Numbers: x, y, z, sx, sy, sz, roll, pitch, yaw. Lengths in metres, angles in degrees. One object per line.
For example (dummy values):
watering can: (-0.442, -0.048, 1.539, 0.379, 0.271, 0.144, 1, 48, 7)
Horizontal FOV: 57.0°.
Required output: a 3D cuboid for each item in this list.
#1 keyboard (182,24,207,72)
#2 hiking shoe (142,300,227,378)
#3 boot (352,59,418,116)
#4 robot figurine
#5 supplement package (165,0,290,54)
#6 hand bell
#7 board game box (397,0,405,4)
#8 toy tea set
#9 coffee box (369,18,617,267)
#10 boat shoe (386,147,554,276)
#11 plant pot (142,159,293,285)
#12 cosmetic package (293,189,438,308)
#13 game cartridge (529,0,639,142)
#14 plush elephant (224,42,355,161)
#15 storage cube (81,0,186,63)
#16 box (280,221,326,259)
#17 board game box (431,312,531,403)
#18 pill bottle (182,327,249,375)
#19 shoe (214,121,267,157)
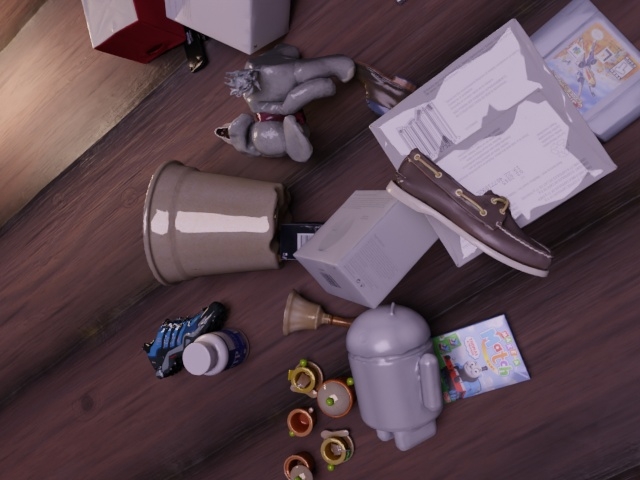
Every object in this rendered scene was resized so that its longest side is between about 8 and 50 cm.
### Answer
keyboard: (-0.360, -0.589, 1.703, 0.100, 0.038, 0.191, -22, 83, 44)
hiking shoe: (-0.395, 0.262, 1.672, 0.304, 0.113, 0.132, -44, 76, 16)
boot: (0.124, -0.377, 1.479, 0.219, 0.082, 0.106, 25, 97, 18)
robot figurine: (0.172, 0.302, 1.383, 0.300, 0.200, 0.353, 2, 106, 55)
supplement package: (-0.242, -0.643, 1.539, 0.293, 0.175, 0.177, 30, 140, 19)
hand bell: (0.035, 0.205, 1.521, 0.242, 0.126, 0.126, 8, 94, 10)
board game box: (0.232, -0.677, 1.463, 0.154, 0.026, 0.103, -35, 79, 18)
toy tea set: (-0.012, 0.483, 1.516, 0.200, 0.124, 0.335, 5, 92, 21)
coffee box: (0.361, -0.181, 1.251, 0.338, 0.334, 0.338, -34, 80, 17)
boat shoe: (0.273, -0.052, 1.049, 0.325, 0.117, 0.096, 34, 105, 21)
plant pot: (-0.240, -0.039, 1.524, 0.306, 0.334, 0.333, 2, 91, 10)
cosmetic package: (0.098, 0.010, 1.289, 0.224, 0.224, 0.138, -47, 111, -14)
game cartridge: (0.593, -0.373, 1.310, 0.198, 0.062, 0.297, -40, 77, 13)
plush elephant: (-0.094, -0.324, 1.476, 0.272, 0.330, 0.255, 21, 128, 33)
storage cube: (-0.529, -0.641, 1.666, 0.184, 0.193, 0.214, -18, 85, 28)
box: (0.000, 0.000, 1.489, 0.156, 0.158, 0.093, 2, 93, 21)
board game box: (0.368, 0.283, 1.410, 0.212, 0.039, 0.160, -23, 82, 19)
pill bottle: (-0.283, 0.302, 1.588, 0.112, 0.187, 0.111, 0, 91, 22)
shoe: (-0.190, -0.276, 1.616, 0.219, 0.058, 0.076, 16, 96, 21)
